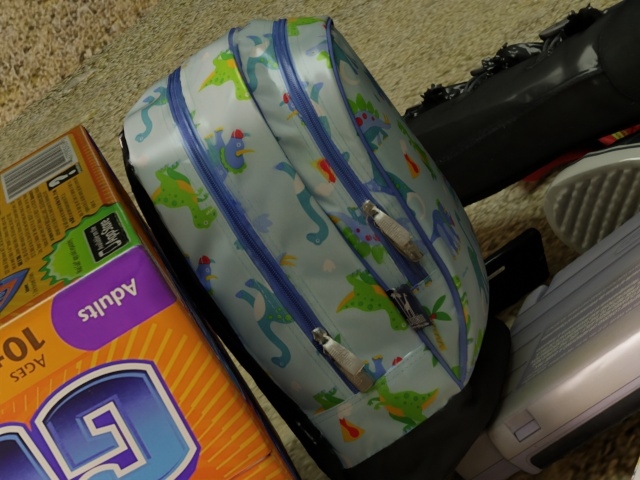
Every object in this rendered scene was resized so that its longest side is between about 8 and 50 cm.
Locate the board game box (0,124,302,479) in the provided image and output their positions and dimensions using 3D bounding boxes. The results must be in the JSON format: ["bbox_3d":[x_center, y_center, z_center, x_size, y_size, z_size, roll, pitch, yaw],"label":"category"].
[{"bbox_3d":[-0.223,0.184,1.237,0.356,0.356,0.356,-31,22,-4],"label":"board game box"}]

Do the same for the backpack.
[{"bbox_3d":[0.000,0.000,1.268,0.273,0.355,0.290,-48,5,18],"label":"backpack"}]

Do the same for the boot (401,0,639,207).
[{"bbox_3d":[0.255,-0.141,1.521,0.445,0.146,0.367,-32,-11,35],"label":"boot"}]

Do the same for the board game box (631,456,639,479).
[{"bbox_3d":[0.335,0.125,1.059,0.242,0.064,0.316,-14,26,35],"label":"board game box"}]

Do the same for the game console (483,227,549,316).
[{"bbox_3d":[0.143,0.037,1.496,0.122,0.107,0.071,-35,50,-12],"label":"game console"}]

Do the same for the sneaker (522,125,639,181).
[{"bbox_3d":[0.309,-0.135,1.661,0.279,0.107,0.118,-25,40,20],"label":"sneaker"}]

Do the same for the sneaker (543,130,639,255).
[{"bbox_3d":[0.353,-0.058,1.367,0.321,0.126,0.127,-6,34,31],"label":"sneaker"}]

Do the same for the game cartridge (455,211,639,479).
[{"bbox_3d":[0.249,0.041,1.209,0.355,0.068,0.230,-42,13,43],"label":"game cartridge"}]
